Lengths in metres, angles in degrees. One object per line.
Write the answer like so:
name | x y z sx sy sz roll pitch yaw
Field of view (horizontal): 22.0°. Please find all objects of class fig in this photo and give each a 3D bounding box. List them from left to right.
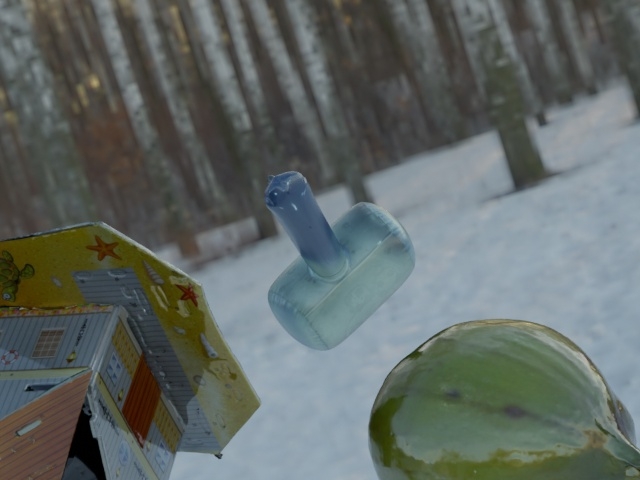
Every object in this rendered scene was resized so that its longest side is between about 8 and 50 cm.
fig | 0.125 0.118 0.925 0.186 0.142 0.148 25 67 29

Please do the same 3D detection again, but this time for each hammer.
hammer | 0.000 0.000 1.160 0.116 0.069 0.194 -43 -30 -7

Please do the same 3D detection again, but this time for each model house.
model house | -0.163 0.113 1.009 0.207 0.219 0.136 -2 45 19
